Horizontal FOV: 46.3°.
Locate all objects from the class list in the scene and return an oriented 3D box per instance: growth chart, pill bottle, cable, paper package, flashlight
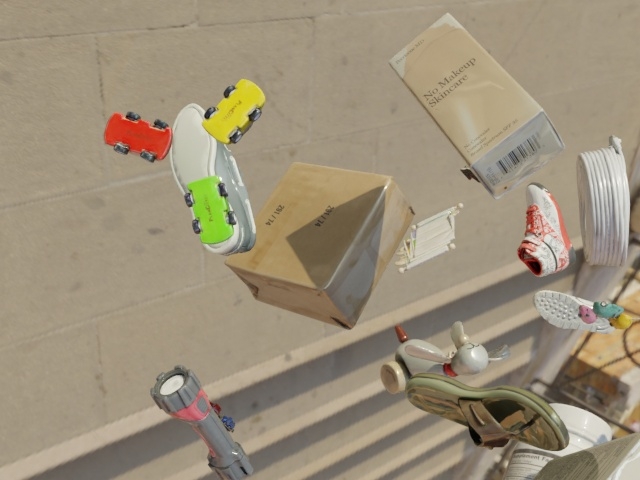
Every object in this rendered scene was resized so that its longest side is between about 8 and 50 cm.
[{"bbox_3d":[0.267,-0.006,1.851,0.021,0.172,0.237,56,27,-19],"label":"growth chart"},{"bbox_3d":[0.396,0.451,1.287,0.318,0.176,0.176,-60,138,-27],"label":"pill bottle"},{"bbox_3d":[0.606,-0.070,1.610,0.257,0.089,0.257,-73,155,-52],"label":"cable"},{"bbox_3d":[0.000,0.000,1.708,0.324,0.310,0.168,-60,141,-23],"label":"paper package"},{"bbox_3d":[-0.260,0.412,1.646,0.103,0.103,0.304,-28,122,-6],"label":"flashlight"}]

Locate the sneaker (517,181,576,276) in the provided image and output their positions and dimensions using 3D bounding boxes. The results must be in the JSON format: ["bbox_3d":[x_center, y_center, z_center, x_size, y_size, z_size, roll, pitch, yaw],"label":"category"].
[{"bbox_3d":[0.627,-0.028,2.171,0.145,0.090,0.270,-21,87,-21],"label":"sneaker"}]

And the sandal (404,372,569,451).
[{"bbox_3d":[0.261,0.296,1.224,0.086,0.303,0.120,-48,124,-35],"label":"sandal"}]

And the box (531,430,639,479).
[{"bbox_3d":[0.346,0.345,0.925,0.149,0.127,0.232,-35,169,-28],"label":"box"}]

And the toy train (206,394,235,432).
[{"bbox_3d":[-0.274,0.433,1.918,0.036,0.027,0.158,-40,100,22],"label":"toy train"}]

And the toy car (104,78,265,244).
[{"bbox_3d":[-0.175,-0.101,1.087,0.239,0.053,0.225,-15,83,0],"label":"toy car"}]

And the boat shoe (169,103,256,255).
[{"bbox_3d":[-0.204,-0.115,1.443,0.116,0.319,0.099,-31,157,27],"label":"boat shoe"}]

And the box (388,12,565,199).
[{"bbox_3d":[0.257,-0.234,1.275,0.148,0.311,0.121,-39,139,11],"label":"box"}]

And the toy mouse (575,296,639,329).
[{"bbox_3d":[0.614,0.164,1.650,0.143,0.161,0.031,25,71,-20],"label":"toy mouse"}]

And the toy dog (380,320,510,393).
[{"bbox_3d":[0.274,0.263,1.832,0.220,0.334,0.161,-14,81,-50],"label":"toy dog"}]

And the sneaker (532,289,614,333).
[{"bbox_3d":[0.677,0.188,2.022,0.235,0.095,0.090,19,106,-5],"label":"sneaker"}]

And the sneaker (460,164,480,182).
[{"bbox_3d":[0.481,-0.221,2.267,0.075,0.161,0.057,-44,100,0],"label":"sneaker"}]
